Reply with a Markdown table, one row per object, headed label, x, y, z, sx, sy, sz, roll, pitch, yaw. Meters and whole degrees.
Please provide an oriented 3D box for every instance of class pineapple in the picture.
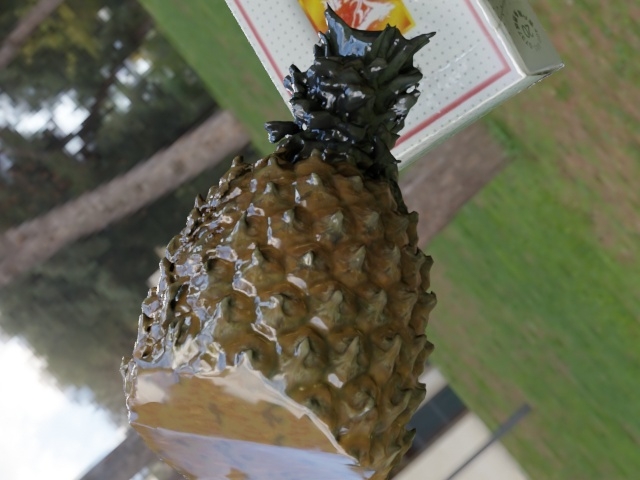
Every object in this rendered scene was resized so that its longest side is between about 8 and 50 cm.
| label | x | y | z | sx | sy | sz | roll | pitch | yaw |
| --- | --- | --- | --- | --- | --- | --- | --- | --- | --- |
| pineapple | 0.000 | 0.000 | 1.063 | 0.202 | 0.362 | 0.202 | 14 | 151 | 8 |

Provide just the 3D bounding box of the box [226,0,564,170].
| label | x | y | z | sx | sy | sz | roll | pitch | yaw |
| --- | --- | --- | --- | --- | --- | --- | --- | --- | --- |
| box | 0.028 | -0.230 | 1.295 | 0.330 | 0.210 | 0.095 | 60 | -148 | 5 |
